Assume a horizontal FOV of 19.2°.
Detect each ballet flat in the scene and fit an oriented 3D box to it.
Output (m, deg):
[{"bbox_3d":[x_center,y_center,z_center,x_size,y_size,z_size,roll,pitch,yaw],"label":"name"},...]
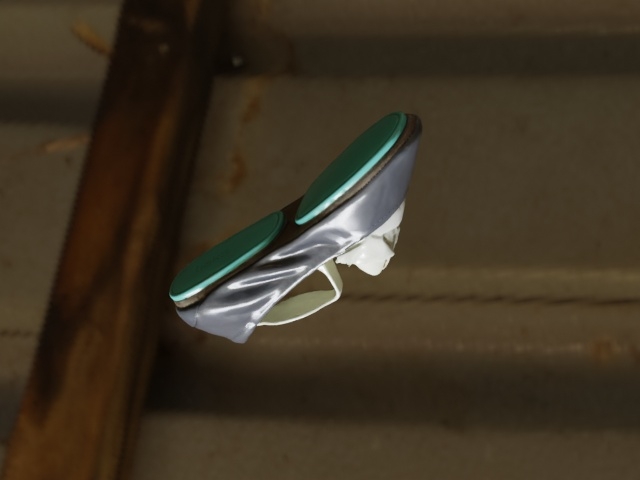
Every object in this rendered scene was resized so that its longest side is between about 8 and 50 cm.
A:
[{"bbox_3d":[0.000,0.000,1.113,0.203,0.074,0.074,-36,-135,29],"label":"ballet flat"}]
